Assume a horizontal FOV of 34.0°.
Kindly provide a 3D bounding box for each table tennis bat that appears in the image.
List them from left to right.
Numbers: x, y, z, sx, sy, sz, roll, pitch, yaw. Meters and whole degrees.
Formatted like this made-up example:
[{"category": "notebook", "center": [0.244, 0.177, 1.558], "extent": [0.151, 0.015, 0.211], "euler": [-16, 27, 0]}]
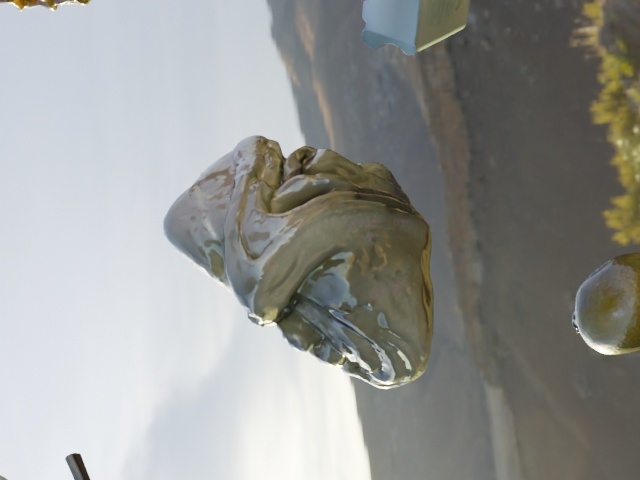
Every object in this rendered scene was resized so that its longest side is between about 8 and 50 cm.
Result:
[{"category": "table tennis bat", "center": [-0.257, 0.317, 1.212], "extent": [0.158, 0.014, 0.095], "euler": [59, -165, 24]}]

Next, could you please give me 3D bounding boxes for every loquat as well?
[{"category": "loquat", "center": [0.481, 0.094, 1.628], "extent": [0.152, 0.195, 0.152], "euler": [44, -154, -29]}]

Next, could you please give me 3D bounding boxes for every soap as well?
[{"category": "soap", "center": [0.113, -0.283, 1.172], "extent": [0.198, 0.066, 0.119], "euler": [-38, -44, -59]}]

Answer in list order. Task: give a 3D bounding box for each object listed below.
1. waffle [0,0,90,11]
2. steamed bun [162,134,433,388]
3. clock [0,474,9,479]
[{"category": "waffle", "center": [-0.394, -0.463, 1.503], "extent": [0.261, 0.324, 0.151], "euler": [-1, -117, -43]}, {"category": "steamed bun", "center": [0.000, 0.000, 1.322], "extent": [0.339, 0.247, 0.352], "euler": [33, -173, -35]}, {"category": "clock", "center": [-0.320, 0.288, 0.927], "extent": [0.083, 0.230, 0.230], "euler": [-63, -29, -50]}]
